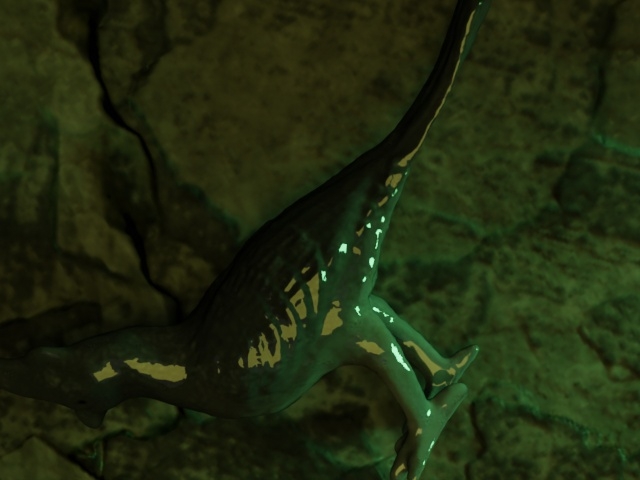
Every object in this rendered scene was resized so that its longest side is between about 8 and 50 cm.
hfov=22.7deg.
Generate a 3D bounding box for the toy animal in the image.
[{"bbox_3d":[0.009,0.037,0.912,0.367,0.081,0.206,-38,97,4],"label":"toy animal"}]
